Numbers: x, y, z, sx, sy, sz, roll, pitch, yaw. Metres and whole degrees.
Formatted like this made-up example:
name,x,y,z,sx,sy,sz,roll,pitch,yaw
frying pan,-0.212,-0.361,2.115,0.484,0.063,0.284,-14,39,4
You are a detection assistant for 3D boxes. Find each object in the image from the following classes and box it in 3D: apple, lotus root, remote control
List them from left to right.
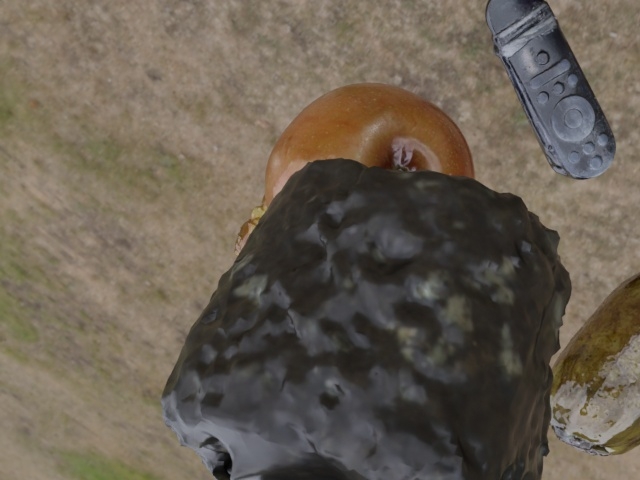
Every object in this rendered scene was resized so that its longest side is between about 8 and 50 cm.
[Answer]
name,x,y,z,sx,sy,sz,roll,pitch,yaw
apple,0.050,-0.046,0.731,0.201,0.201,0.162,38,170,-9
remote control,0.281,-0.197,1.005,0.266,0.090,0.066,60,171,-12
lotus root,0.336,0.113,0.833,0.128,0.260,0.145,38,176,28

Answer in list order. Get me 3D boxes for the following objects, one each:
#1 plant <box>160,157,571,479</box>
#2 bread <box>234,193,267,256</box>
name,x,y,z,sx,sy,sz,roll,pitch,yaw
plant,0.023,0.123,0.488,0.213,0.312,0.215,13,166,28
bread,0.000,0.000,1.012,0.114,0.185,0.275,37,173,17
